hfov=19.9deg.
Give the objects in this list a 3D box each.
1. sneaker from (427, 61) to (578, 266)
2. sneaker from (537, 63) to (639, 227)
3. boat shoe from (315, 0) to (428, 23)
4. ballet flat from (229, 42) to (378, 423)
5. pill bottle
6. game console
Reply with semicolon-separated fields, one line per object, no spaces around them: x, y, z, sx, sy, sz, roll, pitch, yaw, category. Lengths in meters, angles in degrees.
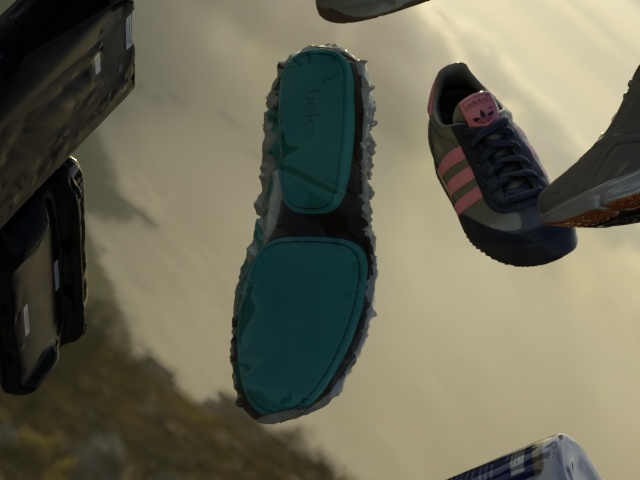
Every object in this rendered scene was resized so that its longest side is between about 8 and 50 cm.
0.186;-0.087;2.014;0.319;0.112;0.131;-124;-162;-56;sneaker
0.287;-0.096;1.572;0.099;0.262;0.121;2;66;-46;sneaker
0.121;-0.267;1.497;0.103;0.285;0.092;-113;-178;-59;boat shoe
0.000;0.000;1.868;0.147;0.408;0.147;8;-18;3;ballet flat
0.105;0.200;1.212;0.094;0.169;0.094;51;24;-33;pill bottle
-0.201;-0.011;1.217;0.044;0.213;0.361;29;-34;16;game console
